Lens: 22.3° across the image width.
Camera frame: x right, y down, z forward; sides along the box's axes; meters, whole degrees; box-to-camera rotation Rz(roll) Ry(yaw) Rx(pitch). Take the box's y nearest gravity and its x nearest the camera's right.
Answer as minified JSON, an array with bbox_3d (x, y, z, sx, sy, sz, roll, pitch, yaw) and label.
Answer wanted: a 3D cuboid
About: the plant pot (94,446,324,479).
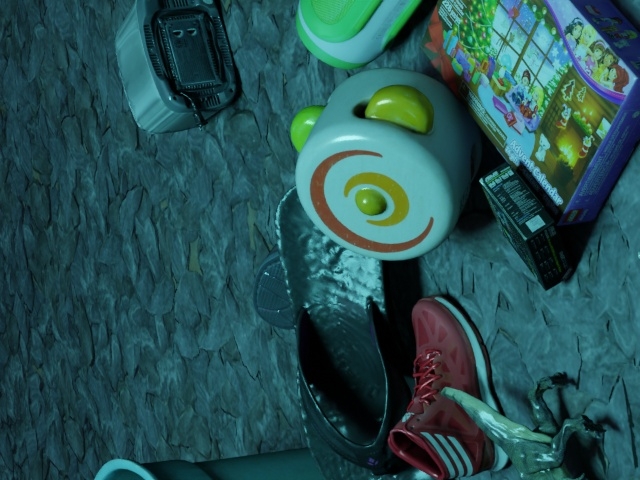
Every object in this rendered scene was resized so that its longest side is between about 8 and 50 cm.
[{"bbox_3d":[-0.077,0.413,2.072,0.341,0.334,0.341,22,116,55],"label":"plant pot"}]

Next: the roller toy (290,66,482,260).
[{"bbox_3d":[0.076,-0.081,1.803,0.209,0.146,0.191,-23,118,37],"label":"roller toy"}]

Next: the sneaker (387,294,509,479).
[{"bbox_3d":[0.128,0.170,1.871,0.087,0.128,0.221,-51,57,50],"label":"sneaker"}]

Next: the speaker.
[{"bbox_3d":[0.078,-0.319,1.827,0.296,0.131,0.131,-51,55,51],"label":"speaker"}]

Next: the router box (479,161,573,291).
[{"bbox_3d":[0.217,-0.014,1.705,0.092,0.038,0.122,56,179,33],"label":"router box"}]

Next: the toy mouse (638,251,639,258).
[{"bbox_3d":[0.372,0.085,1.547,0.143,0.031,0.161,-5,94,59],"label":"toy mouse"}]

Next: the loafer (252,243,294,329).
[{"bbox_3d":[0.000,0.000,2.091,0.109,0.095,0.302,28,137,1],"label":"loafer"}]

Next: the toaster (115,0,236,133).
[{"bbox_3d":[-0.207,-0.245,2.307,0.146,0.129,0.227,-31,74,61],"label":"toaster"}]

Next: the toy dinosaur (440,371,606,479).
[{"bbox_3d":[0.240,0.214,1.744,0.268,0.064,0.118,46,116,29],"label":"toy dinosaur"}]

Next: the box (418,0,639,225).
[{"bbox_3d":[0.225,-0.188,1.687,0.293,0.057,0.201,56,141,34],"label":"box"}]

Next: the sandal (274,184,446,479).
[{"bbox_3d":[0.030,0.147,1.941,0.168,0.107,0.445,-13,97,18],"label":"sandal"}]
